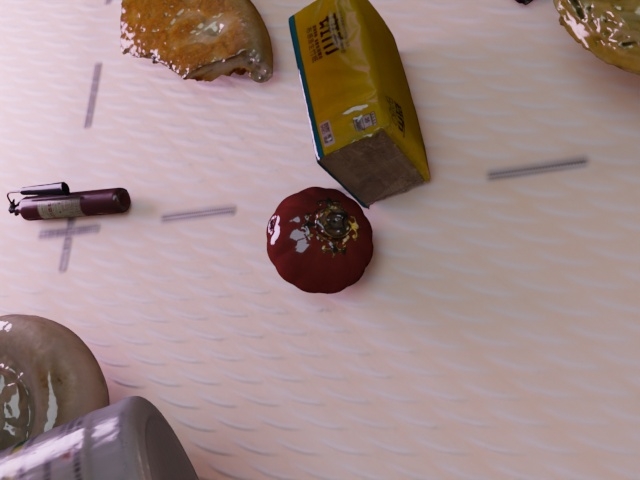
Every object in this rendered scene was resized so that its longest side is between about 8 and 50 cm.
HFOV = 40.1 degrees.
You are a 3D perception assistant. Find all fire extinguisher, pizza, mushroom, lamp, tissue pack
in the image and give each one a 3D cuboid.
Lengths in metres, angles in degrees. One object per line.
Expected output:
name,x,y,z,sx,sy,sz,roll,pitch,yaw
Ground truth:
fire extinguisher,-0.295,-0.044,0.984,0.173,0.049,0.035,-4,75,25
pizza,-0.147,-0.245,0.992,0.271,0.056,0.134,28,81,31
mushroom,-0.313,0.160,0.826,0.206,0.209,0.206,-33,35,27
lamp,0.000,0.000,0.798,0.101,0.090,0.101,5,68,-13
tissue pack,0.038,-0.133,0.818,0.082,0.120,0.169,-21,60,19

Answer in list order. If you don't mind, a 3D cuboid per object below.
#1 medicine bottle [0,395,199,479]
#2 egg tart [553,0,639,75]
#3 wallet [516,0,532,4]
medicine bottle,-0.200,0.267,0.667,0.231,0.238,0.238,-24,59,-4
egg tart,0.321,-0.244,0.724,0.288,0.118,0.288,-7,73,22
wallet,0.224,-0.387,0.870,0.262,0.071,0.221,-46,58,10
